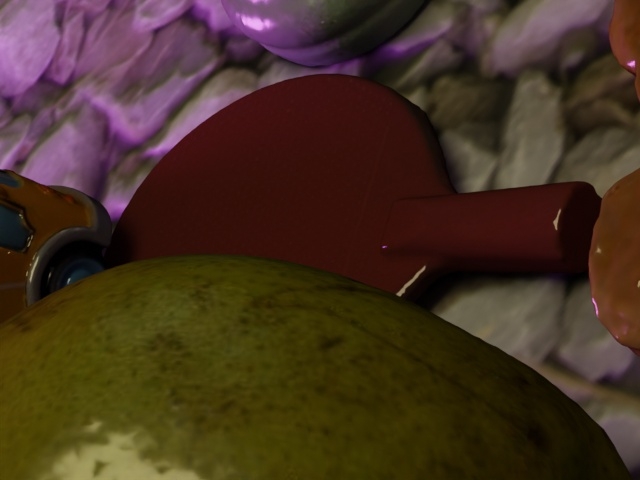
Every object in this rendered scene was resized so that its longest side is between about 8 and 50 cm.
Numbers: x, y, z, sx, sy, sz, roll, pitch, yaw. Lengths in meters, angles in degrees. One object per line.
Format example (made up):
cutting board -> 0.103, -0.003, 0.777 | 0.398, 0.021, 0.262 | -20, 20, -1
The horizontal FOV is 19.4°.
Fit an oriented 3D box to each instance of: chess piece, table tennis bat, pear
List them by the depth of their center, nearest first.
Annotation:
pear -> -0.036, 0.131, 0.718 | 0.307, 0.253, 0.253 | -5, 58, 31
table tennis bat -> 0.000, 0.000, 0.932 | 0.310, 0.038, 0.200 | -3, 61, 41
chess piece -> -0.057, -0.212, 0.960 | 0.139, 0.272, 0.139 | -23, 49, 29

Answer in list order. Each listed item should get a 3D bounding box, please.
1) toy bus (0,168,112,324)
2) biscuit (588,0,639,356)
toy bus -> -0.210, 0.048, 0.990 | 0.126, 0.136, 0.209 | 7, 72, 53
biscuit -> 0.260, -0.085, 0.755 | 0.376, 0.051, 0.269 | -42, 44, 11
